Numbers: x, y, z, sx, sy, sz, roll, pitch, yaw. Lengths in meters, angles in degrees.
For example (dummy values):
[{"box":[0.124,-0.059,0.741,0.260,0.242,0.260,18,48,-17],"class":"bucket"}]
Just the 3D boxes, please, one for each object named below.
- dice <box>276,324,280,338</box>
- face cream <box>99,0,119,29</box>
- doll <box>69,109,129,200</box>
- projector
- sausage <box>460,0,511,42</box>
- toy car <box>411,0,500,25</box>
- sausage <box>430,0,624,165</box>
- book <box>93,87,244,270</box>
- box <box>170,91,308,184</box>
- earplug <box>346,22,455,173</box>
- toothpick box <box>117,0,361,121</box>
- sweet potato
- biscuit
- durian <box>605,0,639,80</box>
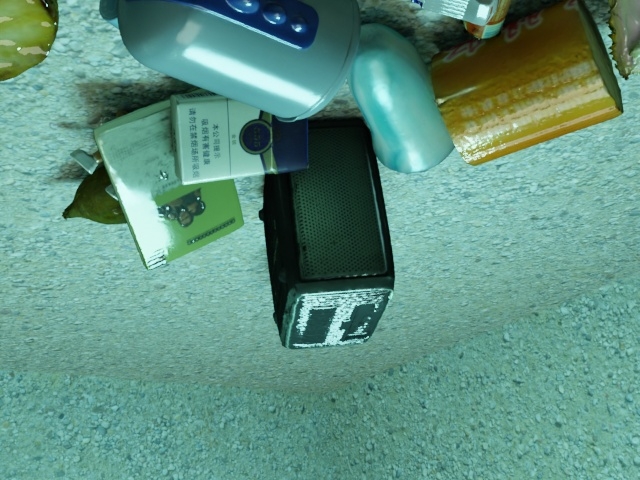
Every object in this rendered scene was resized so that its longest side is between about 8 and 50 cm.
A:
[{"box":[-0.004,0.145,2.394,0.243,0.259,0.251,-7,158,4],"class":"dice"},{"box":[-0.253,-0.339,1.405,0.077,0.077,0.250,-19,155,25],"class":"face cream"},{"box":[-0.366,-0.184,1.693,0.217,0.085,0.183,-35,121,10],"class":"doll"},{"box":[0.000,0.000,1.858,0.242,0.405,0.395,-4,157,-9],"class":"projector"},{"box":[0.290,-0.434,1.363,0.083,0.083,0.264,-5,155,-6],"class":"sausage"},{"box":[0.178,-0.405,1.290,0.210,0.108,0.089,18,157,3],"class":"toy car"},{"box":[0.376,-0.287,1.541,0.287,0.233,0.233,-17,155,25],"class":"sausage"},{"box":[-0.289,-0.118,1.690,0.239,0.035,0.352,-26,132,-17],"class":"book"},{"box":[-0.150,-0.204,1.616,0.259,0.071,0.168,-9,115,-18],"class":"box"},{"box":[0.131,-0.278,1.568,0.185,0.185,0.324,-16,150,18],"class":"earplug"},{"box":[-0.133,-0.334,1.243,0.355,0.262,0.263,13,149,-38],"class":"toothpick box"},{"box":[-0.390,-0.111,1.825,0.370,0.157,0.158,-4,158,8],"class":"sweet potato"},{"box":[-0.542,-0.350,1.262,0.297,0.101,0.296,-8,154,-4],"class":"biscuit"},{"box":[0.584,-0.429,1.383,0.196,0.185,0.305,38,143,-24],"class":"durian"}]
